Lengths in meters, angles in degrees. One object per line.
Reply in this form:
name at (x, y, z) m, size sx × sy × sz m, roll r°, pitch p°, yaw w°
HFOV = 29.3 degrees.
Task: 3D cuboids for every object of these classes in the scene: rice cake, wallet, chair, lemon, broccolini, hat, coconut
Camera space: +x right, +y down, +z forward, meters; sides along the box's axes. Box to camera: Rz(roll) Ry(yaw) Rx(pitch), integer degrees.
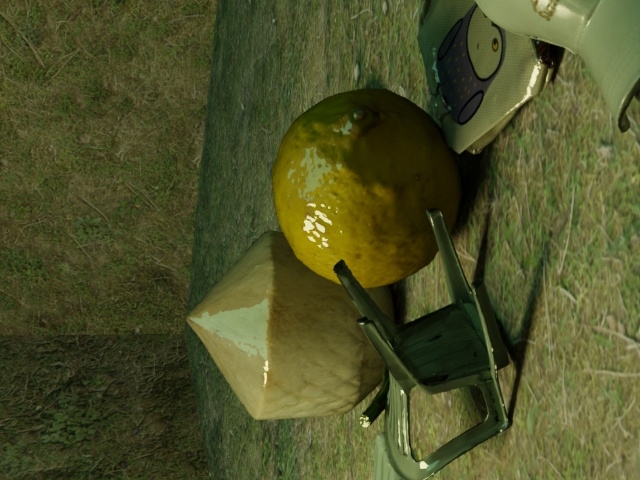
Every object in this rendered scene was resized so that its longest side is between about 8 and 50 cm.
rice cake at (0.102, 0.419, 1.872) m, size 0.127 × 0.043 × 0.237 m, roll -115°, pitch 30°, yaw -59°
wallet at (0.192, -0.273, 1.490) m, size 0.275 × 0.068 × 0.335 m, roll 116°, pitch 150°, yaw -55°
chair at (0.128, 0.141, 1.510) m, size 0.203 × 0.191 × 0.274 m, roll -113°, pitch -1°, yaw -60°
lemon at (0.060, -0.074, 1.617) m, size 0.310 × 0.254 × 0.253 m, roll 83°, pitch 177°, yaw -51°
broccolini at (0.106, 0.202, 1.698) m, size 0.091 × 0.068 × 0.202 m, roll -64°, pitch -1°, yaw 39°
hat at (0.229, -0.239, 1.132) m, size 0.257 × 0.168 × 0.301 m, roll 106°, pitch 160°, yaw -49°
coconut at (-0.051, 0.131, 1.926) m, size 0.329 × 0.329 × 0.328 m, roll -179°, pitch 90°, yaw -76°
